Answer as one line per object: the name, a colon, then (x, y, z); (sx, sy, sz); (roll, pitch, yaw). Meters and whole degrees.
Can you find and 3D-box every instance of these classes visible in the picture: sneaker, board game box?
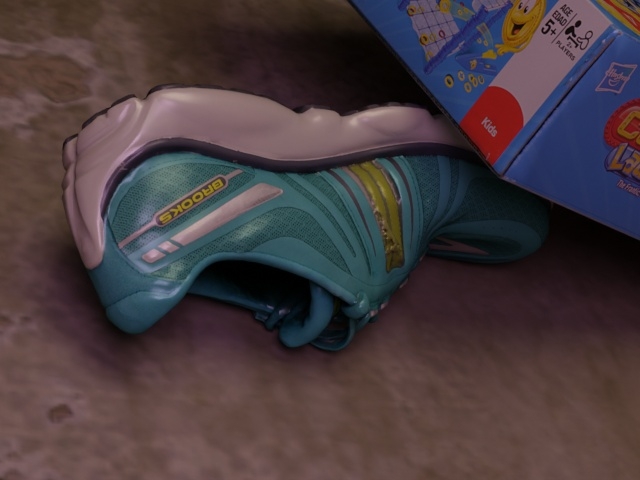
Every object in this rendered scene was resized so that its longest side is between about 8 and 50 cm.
sneaker: (0.000, 0.000, 0.861); (0.275, 0.107, 0.110); (0, 69, -38)
board game box: (0.137, -0.113, 0.988); (0.308, 0.086, 0.302); (20, 25, -45)
